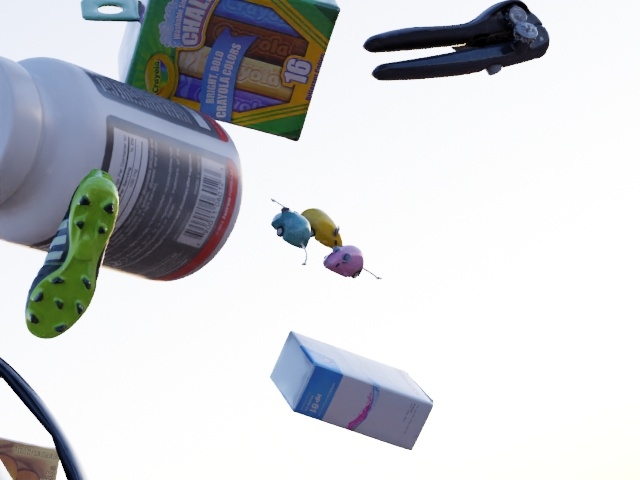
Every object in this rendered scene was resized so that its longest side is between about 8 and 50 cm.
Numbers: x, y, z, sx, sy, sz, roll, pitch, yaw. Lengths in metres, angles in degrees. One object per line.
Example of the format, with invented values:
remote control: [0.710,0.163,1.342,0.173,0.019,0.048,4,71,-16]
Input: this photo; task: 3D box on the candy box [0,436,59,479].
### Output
candy box: [-0.429,0.391,2.313,0.087,0.316,0.183,2,-11,36]

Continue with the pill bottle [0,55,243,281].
pill bottle: [-0.271,-0.084,2.116,0.210,0.210,0.363,-29,-27,29]

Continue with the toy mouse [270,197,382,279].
toy mouse: [0.000,0.000,2.144,0.031,0.161,0.143,-56,-4,16]

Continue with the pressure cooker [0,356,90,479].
pressure cooker: [-0.383,0.271,1.537,0.420,0.370,0.375,-34,19,-6]

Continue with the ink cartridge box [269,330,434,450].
ink cartridge box: [0.028,0.133,1.694,0.122,0.052,0.088,19,11,-20]

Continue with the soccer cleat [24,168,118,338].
soccer cleat: [-0.239,0.014,1.863,0.072,0.060,0.179,-99,33,-67]

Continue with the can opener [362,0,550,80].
can opener: [0.115,-0.159,1.597,0.186,0.059,0.073,-16,-18,-37]

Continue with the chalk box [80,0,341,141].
chalk box: [-0.146,-0.261,2.324,0.289,0.179,0.180,14,20,-14]
